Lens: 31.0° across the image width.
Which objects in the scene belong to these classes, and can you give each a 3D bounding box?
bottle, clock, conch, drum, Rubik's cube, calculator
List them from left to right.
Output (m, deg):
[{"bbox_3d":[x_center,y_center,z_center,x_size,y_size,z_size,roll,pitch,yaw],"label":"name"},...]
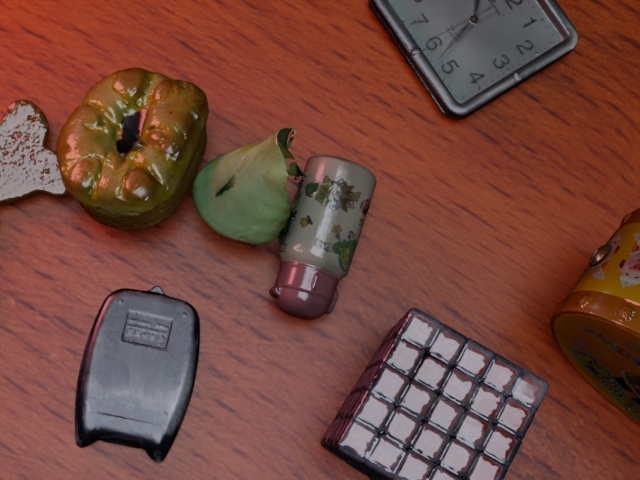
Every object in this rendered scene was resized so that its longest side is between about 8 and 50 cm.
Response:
[{"bbox_3d":[-0.281,0.198,1.780,0.177,0.040,0.268,11,72,-6],"label":"calculator"},{"bbox_3d":[-0.093,-0.073,1.759,0.137,0.251,0.143,19,71,-40],"label":"conch"},{"bbox_3d":[0.000,0.000,1.811,0.120,0.120,0.253,17,78,-2],"label":"bottle"},{"bbox_3d":[0.164,0.265,1.711,0.237,0.237,0.238,32,77,3],"label":"Rubik's cube"},{"bbox_3d":[0.257,-0.373,1.954,0.279,0.049,0.273,-31,84,-12],"label":"clock"},{"bbox_3d":[0.561,0.154,1.688,0.431,0.431,0.214,38,78,3],"label":"drum"}]

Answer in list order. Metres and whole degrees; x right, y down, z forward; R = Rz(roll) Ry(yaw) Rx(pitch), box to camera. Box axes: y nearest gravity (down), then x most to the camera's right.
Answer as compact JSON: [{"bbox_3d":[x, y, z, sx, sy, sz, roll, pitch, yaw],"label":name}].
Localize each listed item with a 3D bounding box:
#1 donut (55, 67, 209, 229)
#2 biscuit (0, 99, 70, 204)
[{"bbox_3d":[-0.289,-0.143,1.782,0.209,0.128,0.261,21,63,14],"label":"donut"},{"bbox_3d":[-0.548,-0.100,1.807,0.302,0.049,0.196,-25,83,-11],"label":"biscuit"}]
